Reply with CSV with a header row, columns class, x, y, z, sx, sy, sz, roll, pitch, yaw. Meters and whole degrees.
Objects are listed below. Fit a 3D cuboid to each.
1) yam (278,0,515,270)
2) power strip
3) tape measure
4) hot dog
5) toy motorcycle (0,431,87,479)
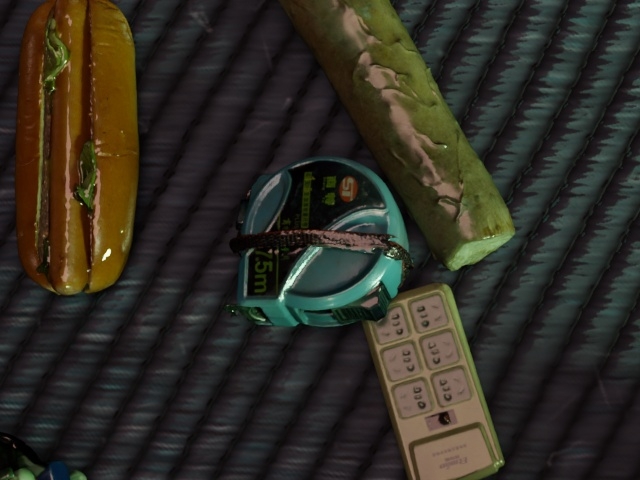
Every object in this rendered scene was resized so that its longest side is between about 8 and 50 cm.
class,x,y,z,sx,sy,sz,roll,pitch,yaw
yam,0.034,-0.148,1.300,0.083,0.083,0.371,-33,80,-1
power strip,0.087,0.120,1.269,0.076,0.028,0.169,-17,79,2
tape measure,0.000,0.000,1.269,0.146,0.081,0.125,0,68,13
hot dog,-0.195,-0.079,1.312,0.100,0.068,0.249,-3,79,6
toy motorcycle,-0.307,0.287,1.234,0.331,0.125,0.196,-37,76,6
